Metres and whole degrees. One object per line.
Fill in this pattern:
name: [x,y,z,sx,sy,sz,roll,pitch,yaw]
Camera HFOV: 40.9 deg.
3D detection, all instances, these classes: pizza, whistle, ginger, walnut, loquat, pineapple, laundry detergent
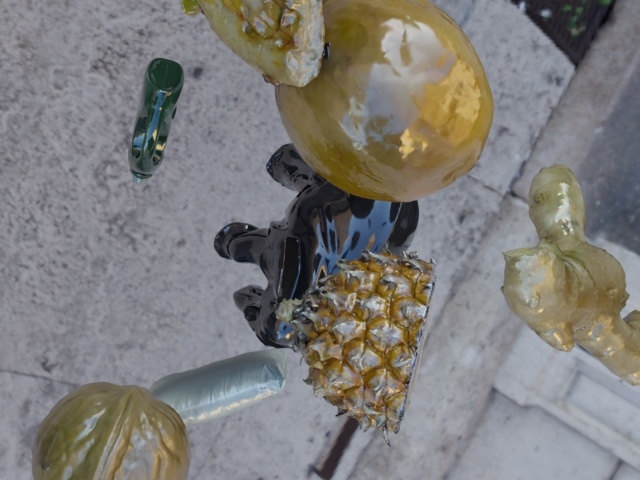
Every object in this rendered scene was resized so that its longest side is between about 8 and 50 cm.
pizza: [-0.049,-0.230,0.775,0.062,0.182,0.161,-15,157,-42]
whistle: [-0.193,-0.411,1.464,0.046,0.109,0.057,4,101,-39]
ginger: [0.369,0.090,1.188,0.348,0.122,0.363,-36,98,-50]
walnut: [-0.292,0.305,1.211,0.228,0.228,0.228,-23,128,-33]
loquat: [0.063,-0.149,0.885,0.193,0.238,0.238,-58,139,-15]
pineapple: [0.025,0.081,0.773,0.176,0.137,0.161,-62,162,-54]
laundry detergent: [-0.269,-0.172,1.362,0.063,0.137,0.211,12,125,-16]

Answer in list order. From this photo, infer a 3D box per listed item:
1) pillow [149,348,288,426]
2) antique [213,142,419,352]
pillow: [-0.173,0.239,1.401,0.254,0.144,0.078,-16,108,-1]
antique: [0.000,0.000,1.154,0.185,0.255,0.322,30,102,-34]
